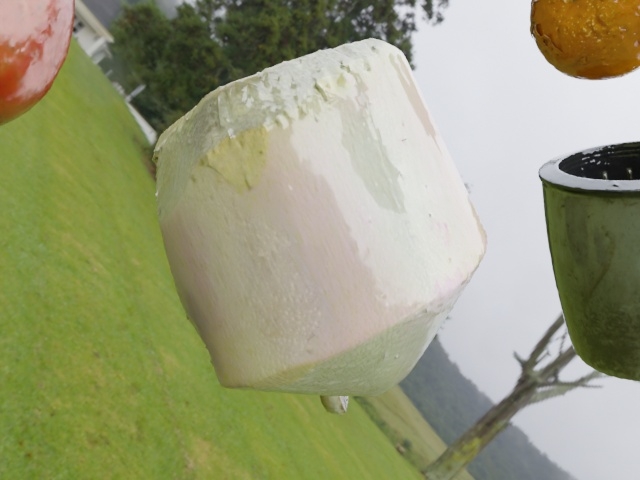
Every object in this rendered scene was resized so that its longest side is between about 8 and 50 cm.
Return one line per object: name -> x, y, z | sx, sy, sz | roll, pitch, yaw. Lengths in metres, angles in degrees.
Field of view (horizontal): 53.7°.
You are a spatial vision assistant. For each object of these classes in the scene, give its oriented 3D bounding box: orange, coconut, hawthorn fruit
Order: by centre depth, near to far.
hawthorn fruit -> -0.348, -0.185, 0.575 | 0.211, 0.211, 0.299 | 51, 33, -41
coconut -> 0.000, 0.000, 0.607 | 0.297, 0.297, 0.310 | -167, -124, -78
orange -> 0.378, -0.309, 0.838 | 0.161, 0.193, 0.193 | -1, 35, -50

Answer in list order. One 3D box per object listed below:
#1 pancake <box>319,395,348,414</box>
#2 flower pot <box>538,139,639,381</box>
pancake -> 0.013, 0.162, 1.082 | 0.282, 0.048, 0.283 | -11, 90, -85
flower pot -> 0.506, 0.026, 0.998 | 0.293, 0.293, 0.331 | -147, -137, -62
